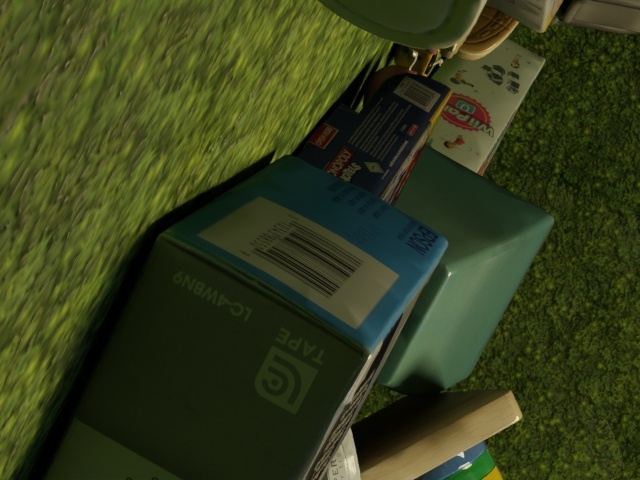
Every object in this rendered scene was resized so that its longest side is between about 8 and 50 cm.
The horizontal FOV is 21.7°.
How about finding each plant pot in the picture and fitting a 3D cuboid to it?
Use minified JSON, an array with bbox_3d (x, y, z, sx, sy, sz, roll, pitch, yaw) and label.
[{"bbox_3d":[0.062,0.027,1.337,0.165,0.166,0.234,-63,170,14],"label":"plant pot"}]

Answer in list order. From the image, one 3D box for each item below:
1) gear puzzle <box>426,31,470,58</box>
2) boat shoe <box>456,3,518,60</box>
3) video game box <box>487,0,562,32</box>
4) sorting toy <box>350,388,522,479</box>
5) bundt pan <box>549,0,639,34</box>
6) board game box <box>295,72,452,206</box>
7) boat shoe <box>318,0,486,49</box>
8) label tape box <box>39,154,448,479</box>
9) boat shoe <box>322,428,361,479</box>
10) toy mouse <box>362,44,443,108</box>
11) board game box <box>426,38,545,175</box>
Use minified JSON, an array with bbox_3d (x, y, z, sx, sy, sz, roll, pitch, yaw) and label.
[{"bbox_3d":[0.118,-0.228,1.181,0.339,0.044,0.175,-55,169,-75],"label":"gear puzzle"},{"bbox_3d":[0.162,-0.220,1.528,0.170,0.063,0.059,-60,169,-30],"label":"boat shoe"},{"bbox_3d":[0.141,-0.203,0.848,0.187,0.048,0.205,-63,175,5],"label":"video game box"},{"bbox_3d":[0.019,0.216,1.317,0.257,0.089,0.255,-26,-179,-16],"label":"sorting toy"},{"bbox_3d":[0.307,-0.327,1.480,0.331,0.124,0.331,-162,-90,-80],"label":"bundt pan"},{"bbox_3d":[0.000,0.000,1.103,0.194,0.060,0.194,-63,175,33],"label":"board game box"},{"bbox_3d":[0.060,-0.167,0.519,0.091,0.109,0.305,-60,-179,-23],"label":"boat shoe"},{"bbox_3d":[-0.074,0.144,0.842,0.347,0.115,0.249,-64,175,15],"label":"label tape box"},{"bbox_3d":[-0.045,0.132,1.216,0.302,0.094,0.109,-176,-103,-81],"label":"boat shoe"},{"bbox_3d":[0.045,-0.093,1.208,0.143,0.031,0.161,-61,175,-4],"label":"toy mouse"},{"bbox_3d":[0.107,-0.057,1.702,0.303,0.097,0.224,-54,171,-51],"label":"board game box"}]
